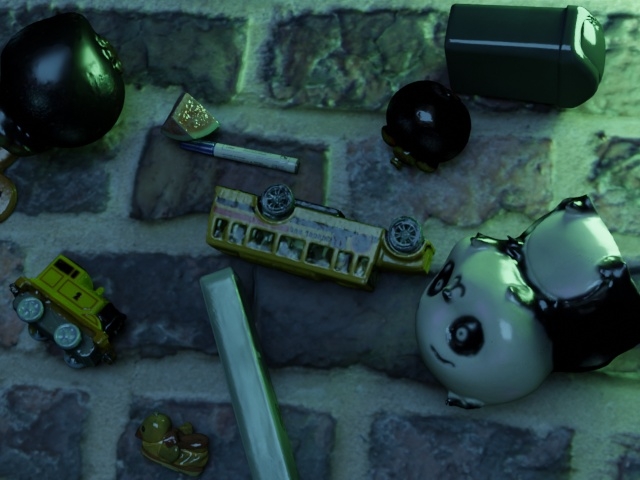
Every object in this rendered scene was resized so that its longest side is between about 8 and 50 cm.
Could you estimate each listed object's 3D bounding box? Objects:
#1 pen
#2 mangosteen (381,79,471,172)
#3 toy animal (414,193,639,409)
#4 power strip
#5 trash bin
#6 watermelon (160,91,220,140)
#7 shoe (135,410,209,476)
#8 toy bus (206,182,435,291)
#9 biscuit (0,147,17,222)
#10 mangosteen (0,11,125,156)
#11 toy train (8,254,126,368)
[{"bbox_3d":[-0.131,-0.139,1.795,0.204,0.025,0.025,12,73,13],"label":"pen"},{"bbox_3d":[0.158,-0.170,1.723,0.137,0.137,0.151,44,116,19],"label":"mangosteen"},{"bbox_3d":[0.286,0.103,1.552,0.310,0.251,0.251,-25,69,12],"label":"toy animal"},{"bbox_3d":[-0.099,0.227,1.627,0.062,0.091,0.385,-18,70,3],"label":"power strip"},{"bbox_3d":[0.316,-0.285,1.708,0.236,0.176,0.101,7,72,14],"label":"trash bin"},{"bbox_3d":[-0.209,-0.197,1.791,0.092,0.072,0.084,4,56,11],"label":"watermelon"},{"bbox_3d":[-0.212,0.295,1.631,0.109,0.072,0.069,35,117,22],"label":"shoe"},{"bbox_3d":[0.000,0.000,1.679,0.336,0.121,0.123,15,83,13],"label":"toy bus"},{"bbox_3d":[-0.584,-0.134,1.848,0.165,0.036,0.250,-31,70,-2],"label":"biscuit"},{"bbox_3d":[-0.426,-0.241,1.773,0.243,0.243,0.243,-2,71,7],"label":"mangosteen"},{"bbox_3d":[-0.382,0.110,1.709,0.219,0.089,0.127,32,68,18],"label":"toy train"}]
